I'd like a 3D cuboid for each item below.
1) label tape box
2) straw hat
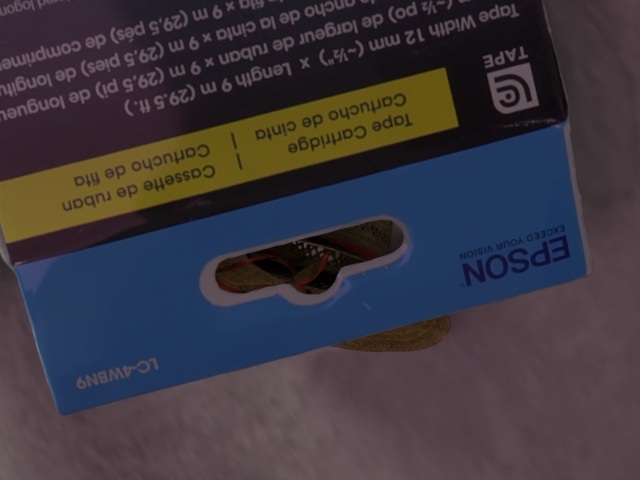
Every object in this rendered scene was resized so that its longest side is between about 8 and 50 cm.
[{"bbox_3d":[-0.041,-0.127,0.727,0.249,0.115,0.347,-15,104,-2],"label":"label tape box"},{"bbox_3d":[0.000,0.000,0.820,0.144,0.144,0.061,8,66,17],"label":"straw hat"}]
